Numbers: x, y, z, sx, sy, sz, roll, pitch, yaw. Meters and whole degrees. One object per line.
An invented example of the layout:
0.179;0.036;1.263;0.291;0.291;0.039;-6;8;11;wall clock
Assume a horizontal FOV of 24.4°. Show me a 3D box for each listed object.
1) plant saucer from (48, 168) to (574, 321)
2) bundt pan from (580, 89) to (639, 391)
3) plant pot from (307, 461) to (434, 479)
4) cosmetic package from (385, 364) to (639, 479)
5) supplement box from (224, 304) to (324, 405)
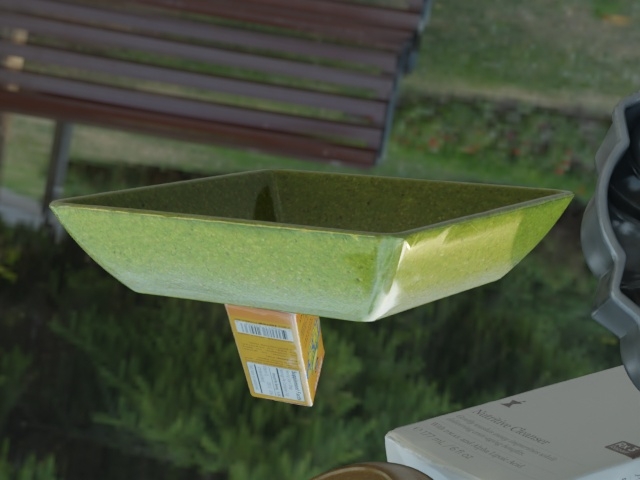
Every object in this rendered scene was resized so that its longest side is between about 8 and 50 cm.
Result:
0.000;0.000;0.710;0.188;0.045;0.188;6;-170;32;plant saucer
0.325;0.009;1.011;0.331;0.331;0.124;9;162;-8;bundt pan
-0.007;0.257;1.184;0.032;0.236;0.236;54;155;-21;plant pot
0.281;0.217;1.322;0.385;0.156;0.217;-14;-165;-27;cosmetic package
-0.044;0.090;1.542;0.080;0.078;0.233;10;153;8;supplement box
